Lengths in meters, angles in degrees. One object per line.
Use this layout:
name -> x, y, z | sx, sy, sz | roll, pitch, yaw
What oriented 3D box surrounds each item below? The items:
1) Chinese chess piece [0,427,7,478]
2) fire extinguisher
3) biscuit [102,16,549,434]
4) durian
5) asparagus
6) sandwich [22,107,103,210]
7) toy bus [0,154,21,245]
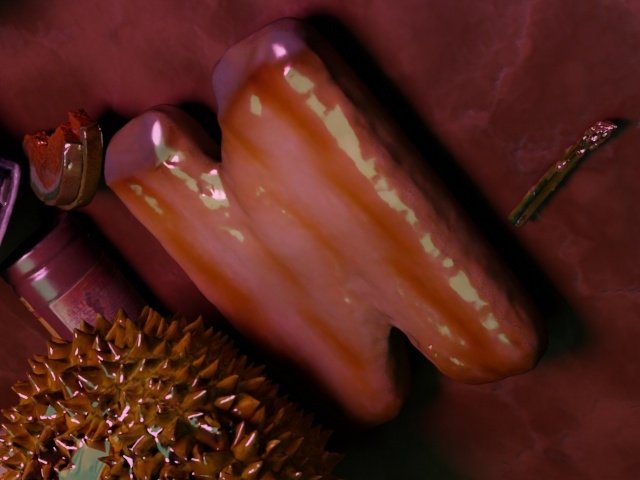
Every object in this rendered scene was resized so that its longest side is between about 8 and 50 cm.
Chinese chess piece -> -0.219, 0.273, 1.353 | 0.250, 0.101, 0.250 | 9, 102, 52
fire extinguisher -> -0.139, 0.091, 1.241 | 0.252, 0.075, 0.106 | 51, 146, -12
biscuit -> 0.000, 0.000, 1.088 | 0.291, 0.062, 0.237 | 50, 137, -10
durian -> -0.105, 0.196, 1.135 | 0.291, 0.224, 0.291 | -6, 80, 38
asparagus -> 0.151, -0.044, 0.987 | 0.015, 0.014, 0.114 | 54, 139, 15
sandwich -> -0.188, -0.056, 1.155 | 0.135, 0.029, 0.067 | -20, 79, 64
toy bus -> -0.398, -0.047, 1.171 | 0.305, 0.143, 0.179 | 21, 173, -27
